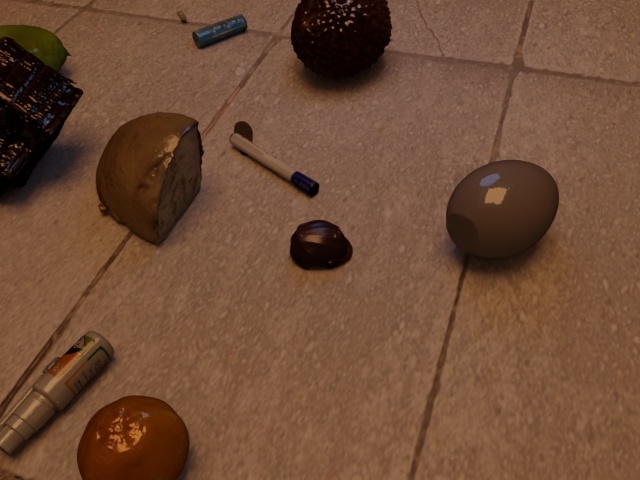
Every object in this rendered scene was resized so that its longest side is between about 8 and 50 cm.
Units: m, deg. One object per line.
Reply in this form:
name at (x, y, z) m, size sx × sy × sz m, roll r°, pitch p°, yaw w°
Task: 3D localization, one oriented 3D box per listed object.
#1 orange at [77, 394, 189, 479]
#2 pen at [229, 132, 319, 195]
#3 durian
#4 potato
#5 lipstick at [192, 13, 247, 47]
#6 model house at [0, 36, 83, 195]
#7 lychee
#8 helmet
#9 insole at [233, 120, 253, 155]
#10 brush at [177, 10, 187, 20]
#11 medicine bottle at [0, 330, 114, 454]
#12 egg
orange at (-0.271, 0.296, 0.915) m, size 0.159 × 0.136 × 0.158 m, roll -4°, pitch 47°, yaw 4°
pen at (-0.107, -0.173, 1.412) m, size 0.269 × 0.033 × 0.033 m, roll 34°, pitch 58°, yaw 30°
durian at (-0.824, -0.462, 1.621) m, size 0.340 × 0.204 × 0.255 m, roll -13°, pitch 36°, yaw -10°
potato at (-0.391, -0.150, 1.303) m, size 0.265 × 0.189 × 0.211 m, roll 17°, pitch 51°, yaw 19°
lipstick at (-0.286, -0.601, 1.816) m, size 0.158 × 0.048 × 0.048 m, roll -29°, pitch 52°, yaw -23°
model house at (-0.690, -0.258, 1.354) m, size 0.283 × 0.297 × 0.317 m, roll 4°, pitch 45°, yaw 15°
lychee at (0.062, -0.539, 1.611) m, size 0.268 × 0.267 × 0.267 m, roll -2°, pitch 47°, yaw 2°
helmet at (0.000, 0.000, 1.219) m, size 0.123 × 0.070 × 0.098 m, roll -9°, pitch 47°, yaw -3°
insole at (-0.180, -0.244, 1.505) m, size 0.045 × 0.002 × 0.135 m, roll -10°, pitch 47°, yaw -5°
brush at (-0.419, -0.679, 1.924) m, size 0.016 × 0.013 × 0.083 m, roll -24°, pitch 42°, yaw -9°
medicine bottle at (-0.442, 0.243, 1.035) m, size 0.092 × 0.061 × 0.220 m, roll 2°, pitch 42°, yaw 40°
egg at (0.343, -0.062, 1.183) m, size 0.232 × 0.176 × 0.176 m, roll -27°, pitch 50°, yaw -31°
